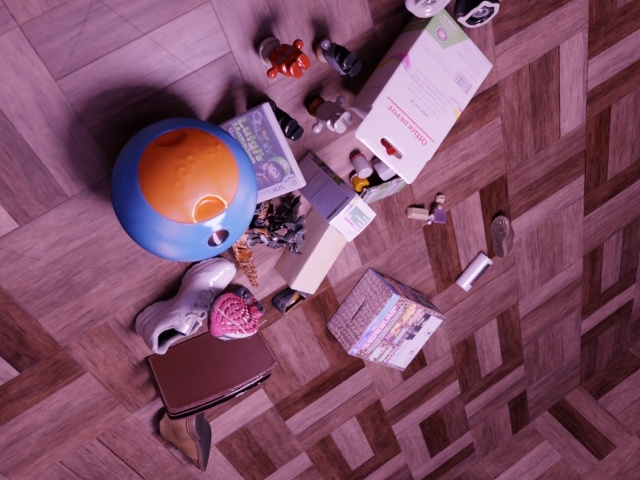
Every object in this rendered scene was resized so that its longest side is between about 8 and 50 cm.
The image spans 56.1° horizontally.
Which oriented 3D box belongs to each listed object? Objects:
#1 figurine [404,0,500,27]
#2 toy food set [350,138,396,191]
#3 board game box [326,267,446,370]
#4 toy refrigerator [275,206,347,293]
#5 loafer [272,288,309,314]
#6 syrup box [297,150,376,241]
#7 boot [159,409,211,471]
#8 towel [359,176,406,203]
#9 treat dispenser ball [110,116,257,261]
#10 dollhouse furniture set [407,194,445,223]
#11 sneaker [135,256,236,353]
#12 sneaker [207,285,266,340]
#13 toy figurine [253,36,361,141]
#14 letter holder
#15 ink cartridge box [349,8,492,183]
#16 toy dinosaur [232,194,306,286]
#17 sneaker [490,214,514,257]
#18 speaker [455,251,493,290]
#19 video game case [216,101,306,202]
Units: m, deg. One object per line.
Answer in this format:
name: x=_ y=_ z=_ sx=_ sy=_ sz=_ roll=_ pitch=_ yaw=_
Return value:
figurine: x=0.268 y=-0.583 z=1.296 sx=0.214 sy=0.210 sz=0.092 roll=0 pitch=162 yaw=-26
toy food set: x=0.161 y=-0.237 z=1.555 sx=0.232 sy=0.105 sz=0.111 roll=-33 pitch=150 yaw=16
board game box: x=0.209 y=0.253 z=1.884 sx=0.291 sy=0.141 sz=0.232 roll=26 pitch=104 yaw=-42
toy refrigerator: x=0.000 y=0.000 z=1.591 sx=0.094 sy=0.102 sz=0.270 roll=20 pitch=108 yaw=-41
loafer: x=-0.052 y=0.147 z=1.689 sx=0.170 sy=0.061 sz=0.062 roll=-40 pitch=133 yaw=-4
syrup box: x=0.022 y=-0.109 z=1.431 sx=0.096 sy=0.237 sz=0.093 roll=-46 pitch=134 yaw=4
boot: x=-0.392 y=0.582 z=1.776 sx=0.115 sy=0.112 sz=0.305 roll=-2 pitch=132 yaw=3
towel: x=0.167 y=-0.136 z=1.626 sx=0.151 sy=0.023 sz=0.113 roll=-22 pitch=170 yaw=-21
treat dispenser ball: x=-0.270 y=-0.100 z=1.208 sx=0.288 sy=0.288 sz=0.288 roll=-18 pitch=129 yaw=-23
dollhouse furniture set: x=0.305 y=-0.089 z=1.795 sx=0.114 sy=0.091 sz=0.081 roll=7 pitch=162 yaw=-13
sneaker: x=-0.316 y=0.165 z=1.481 sx=0.297 sy=0.129 sz=0.111 roll=-44 pitch=132 yaw=0
sneaker: x=-0.218 y=0.202 z=1.490 sx=0.112 sy=0.121 sz=0.299 roll=-42 pitch=177 yaw=5
toy figurine: x=-0.034 y=-0.334 z=1.306 sx=0.209 sy=0.148 sz=0.213 roll=-16 pitch=127 yaw=-31
letter holder: x=-0.272 y=0.369 z=1.596 sx=0.301 sy=0.214 sz=0.152 roll=-21 pitch=131 yaw=-20
ink cartridge box: x=0.215 y=-0.331 z=1.401 sx=0.207 sy=0.119 sz=0.354 roll=38 pitch=84 yaw=-26
toy dinosaur: x=-0.152 y=-0.042 z=1.457 sx=0.218 sy=0.164 sz=0.322 roll=0 pitch=140 yaw=-9
sneaker: x=0.617 y=-0.027 z=2.021 sx=0.071 sy=0.066 sz=0.188 roll=-41 pitch=142 yaw=-25
speaker: x=0.523 y=0.108 z=2.050 sx=0.136 sy=0.055 sz=0.055 roll=-50 pitch=134 yaw=8
video game case: x=-0.141 y=-0.178 z=1.291 sx=0.022 sy=0.173 sz=0.191 roll=-44 pitch=113 yaw=-54
